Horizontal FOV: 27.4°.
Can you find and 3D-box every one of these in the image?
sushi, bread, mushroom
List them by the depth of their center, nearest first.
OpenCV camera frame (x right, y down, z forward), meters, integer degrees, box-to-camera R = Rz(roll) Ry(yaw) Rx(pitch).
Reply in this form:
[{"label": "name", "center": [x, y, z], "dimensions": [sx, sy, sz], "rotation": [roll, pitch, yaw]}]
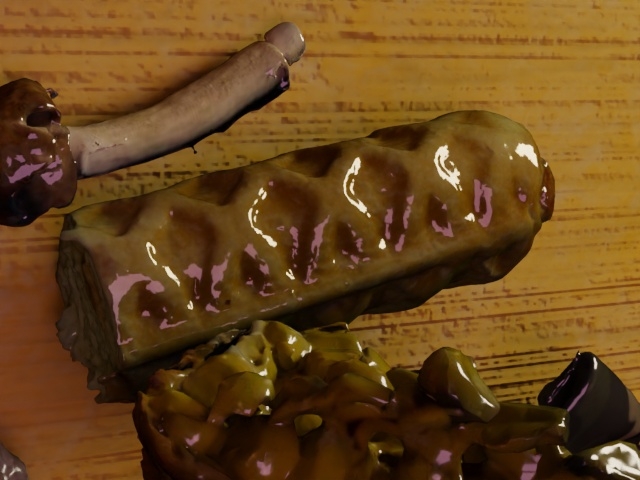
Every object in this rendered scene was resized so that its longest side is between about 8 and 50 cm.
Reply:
[{"label": "sushi", "center": [0.046, 0.116, 0.606], "dimensions": [0.296, 0.167, 0.179], "rotation": [32, 105, -18]}, {"label": "mushroom", "center": [-0.089, -0.061, 0.617], "dimensions": [0.187, 0.061, 0.060], "rotation": [-24, 133, -32]}, {"label": "bread", "center": [0.000, 0.001, 0.658], "dimensions": [0.269, 0.087, 0.098], "rotation": [-16, 100, -23]}]

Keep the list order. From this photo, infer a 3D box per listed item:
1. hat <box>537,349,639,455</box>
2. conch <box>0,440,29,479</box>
[{"label": "hat", "center": [0.071, 0.264, 0.777], "dimensions": [0.382, 0.257, 0.366], "rotation": [-7, 76, 9]}, {"label": "conch", "center": [-0.220, 0.123, 0.581], "dimensions": [0.178, 0.163, 0.245], "rotation": [-25, 144, 19]}]
